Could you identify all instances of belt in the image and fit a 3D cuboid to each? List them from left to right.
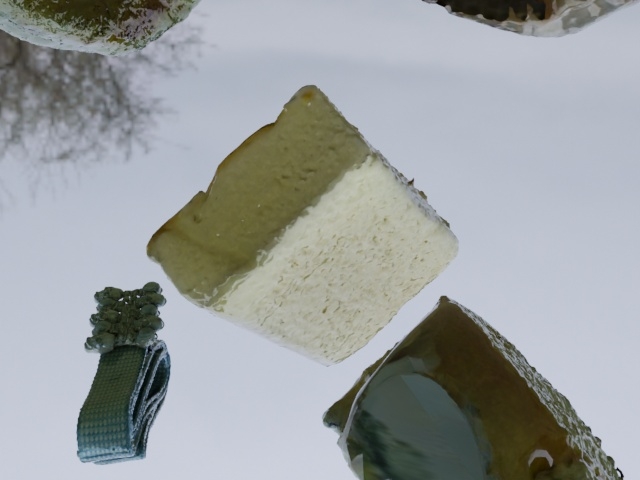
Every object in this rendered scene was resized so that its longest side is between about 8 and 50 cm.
[{"bbox_3d":[-0.157,0.110,0.843,0.065,0.100,0.179,-6,-162,0],"label":"belt"}]

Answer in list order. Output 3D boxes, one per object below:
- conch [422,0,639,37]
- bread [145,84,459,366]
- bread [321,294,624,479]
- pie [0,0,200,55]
[{"bbox_3d":[0.047,-0.130,0.266,0.207,0.155,0.130,7,-162,-3],"label":"conch"},{"bbox_3d":[0.000,0.000,0.604,0.068,0.125,0.188,50,-173,27],"label":"bread"},{"bbox_3d":[0.186,0.270,1.190,0.395,0.239,0.264,50,-169,23],"label":"bread"},{"bbox_3d":[-0.157,-0.264,0.739,0.277,0.277,0.078,-12,-146,-33],"label":"pie"}]
